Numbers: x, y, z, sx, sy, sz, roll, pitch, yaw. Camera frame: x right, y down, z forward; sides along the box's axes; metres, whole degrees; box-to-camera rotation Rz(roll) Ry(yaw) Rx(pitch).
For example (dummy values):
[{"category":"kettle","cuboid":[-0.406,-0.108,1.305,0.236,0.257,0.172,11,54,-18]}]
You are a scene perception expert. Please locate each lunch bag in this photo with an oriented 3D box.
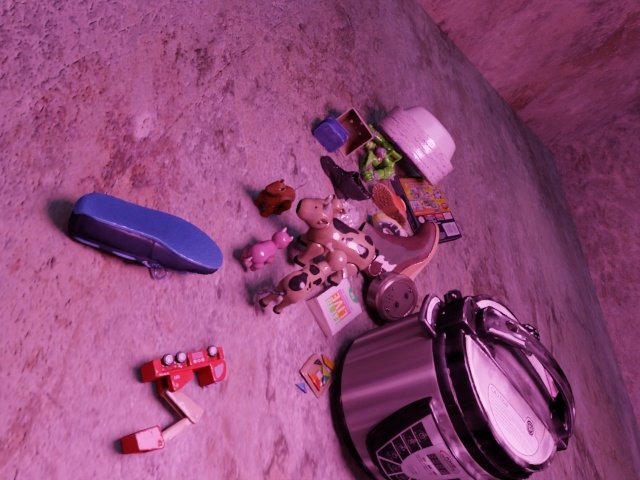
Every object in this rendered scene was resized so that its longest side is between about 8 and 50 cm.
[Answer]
[{"category":"lunch bag","cuboid":[0.036,-0.308,1.452,0.098,0.067,0.065,47,39,-17]}]

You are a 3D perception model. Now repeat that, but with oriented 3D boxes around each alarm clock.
[{"category":"alarm clock","cuboid":[0.177,0.131,1.273,0.129,0.064,0.192,-39,108,-17]}]

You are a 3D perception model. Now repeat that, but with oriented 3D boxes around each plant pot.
[{"category":"plant pot","cuboid":[0.097,-0.336,1.517,0.109,0.109,0.096,53,27,-8]}]

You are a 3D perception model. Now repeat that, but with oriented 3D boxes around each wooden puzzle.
[{"category":"wooden puzzle","cuboid":[-0.005,0.284,1.058,0.078,0.014,0.116,51,38,-11]}]

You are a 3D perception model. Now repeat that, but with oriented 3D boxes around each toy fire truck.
[{"category":"toy fire truck","cuboid":[-0.226,0.249,0.801,0.192,0.047,0.135,1,66,-49]}]

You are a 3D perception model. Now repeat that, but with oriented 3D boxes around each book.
[{"category":"book","cuboid":[0.037,0.156,1.181,0.144,0.035,0.096,-28,92,-54]}]

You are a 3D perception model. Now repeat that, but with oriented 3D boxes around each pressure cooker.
[{"category":"pressure cooker","cuboid":[0.282,0.306,1.037,0.370,0.420,0.375,15,56,-44]}]

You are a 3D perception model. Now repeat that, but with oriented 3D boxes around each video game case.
[{"category":"video game case","cuboid":[0.371,-0.106,1.729,0.275,0.035,0.248,-9,74,-50]}]

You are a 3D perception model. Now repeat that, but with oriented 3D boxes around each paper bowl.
[{"category":"paper bowl","cuboid":[0.330,-0.327,1.645,0.284,0.148,0.284,46,9,-9]}]

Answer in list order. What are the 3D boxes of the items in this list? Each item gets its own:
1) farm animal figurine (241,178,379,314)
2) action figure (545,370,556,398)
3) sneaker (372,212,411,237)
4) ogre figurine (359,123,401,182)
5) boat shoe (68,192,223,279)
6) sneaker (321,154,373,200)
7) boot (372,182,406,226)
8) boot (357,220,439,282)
[{"category":"farm animal figurine","cuboid":[0.000,0.000,1.087,0.327,0.172,0.330,18,47,-37]},{"category":"action figure","cuboid":[0.526,0.359,1.266,0.276,0.248,0.370,-44,135,-23]},{"category":"sneaker","cuboid":[0.221,-0.013,1.464,0.208,0.081,0.094,46,11,-36]},{"category":"ogre figurine","cuboid":[0.184,-0.262,1.571,0.118,0.097,0.197,18,41,-27]},{"category":"boat shoe","cuboid":[-0.296,-0.002,0.862,0.258,0.089,0.109,29,34,-27]},{"category":"sneaker","cuboid":[0.072,-0.175,1.387,0.051,0.089,0.170,-15,78,-52]},{"category":"boot","cuboid":[0.216,-0.124,1.550,0.158,0.059,0.084,53,34,-23]},{"category":"boot","cuboid":[0.197,0.008,1.344,0.207,0.090,0.248,38,75,-22]}]
